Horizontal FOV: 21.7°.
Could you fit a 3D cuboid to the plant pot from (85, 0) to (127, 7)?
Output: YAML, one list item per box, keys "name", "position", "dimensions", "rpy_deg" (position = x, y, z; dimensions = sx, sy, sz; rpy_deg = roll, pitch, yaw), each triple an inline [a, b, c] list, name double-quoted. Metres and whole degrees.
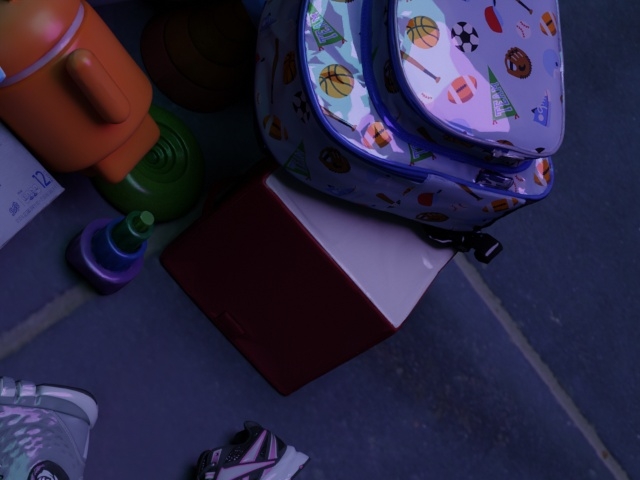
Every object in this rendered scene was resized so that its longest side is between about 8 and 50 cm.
- name: "plant pot"
  position: [-0.290, -0.344, 1.504]
  dimensions: [0.247, 0.252, 0.247]
  rpy_deg: [36, 43, -57]

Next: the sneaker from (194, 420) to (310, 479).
- name: "sneaker"
  position: [-0.090, 0.229, 1.506]
  dimensions: [0.077, 0.072, 0.178]
  rpy_deg: [43, 40, 5]

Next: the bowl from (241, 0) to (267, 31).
- name: "bowl"
  position: [-0.025, -0.371, 1.699]
  dimensions: [0.391, 0.077, 0.391]
  rpy_deg: [-11, 90, -73]

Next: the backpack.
- name: "backpack"
  position: [0.078, -0.144, 1.471]
  dimensions: [0.263, 0.213, 0.276]
  rpy_deg: [6, 66, -22]

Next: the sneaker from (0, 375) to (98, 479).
- name: "sneaker"
  position: [-0.291, 0.176, 1.368]
  dimensions: [0.229, 0.086, 0.132]
  rpy_deg: [11, 69, -27]

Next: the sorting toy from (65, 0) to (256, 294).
- name: "sorting toy"
  position: [-0.134, -0.116, 1.603]
  dimensions: [0.127, 0.126, 0.365]
  rpy_deg: [34, 51, -17]

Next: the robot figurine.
- name: "robot figurine"
  position: [-0.237, -0.148, 1.478]
  dimensions: [0.219, 0.128, 0.158]
  rpy_deg: [53, 17, -34]

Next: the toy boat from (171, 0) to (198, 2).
- name: "toy boat"
  position: [-0.155, -0.356, 1.685]
  dimensions: [0.231, 0.151, 0.151]
  rpy_deg: [42, 49, -6]

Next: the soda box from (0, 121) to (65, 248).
- name: "soda box"
  position: [-0.328, 0.002, 1.369]
  dimensions: [0.098, 0.091, 0.286]
  rpy_deg: [47, 30, -8]

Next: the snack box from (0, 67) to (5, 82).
- name: "snack box"
  position: [-0.416, -0.049, 1.322]
  dimensions: [0.322, 0.187, 0.060]
  rpy_deg: [-36, 91, -41]

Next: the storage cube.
- name: "storage cube"
  position: [0.000, 0.000, 1.595]
  dimensions: [0.215, 0.193, 0.183]
  rpy_deg: [49, 49, -6]
